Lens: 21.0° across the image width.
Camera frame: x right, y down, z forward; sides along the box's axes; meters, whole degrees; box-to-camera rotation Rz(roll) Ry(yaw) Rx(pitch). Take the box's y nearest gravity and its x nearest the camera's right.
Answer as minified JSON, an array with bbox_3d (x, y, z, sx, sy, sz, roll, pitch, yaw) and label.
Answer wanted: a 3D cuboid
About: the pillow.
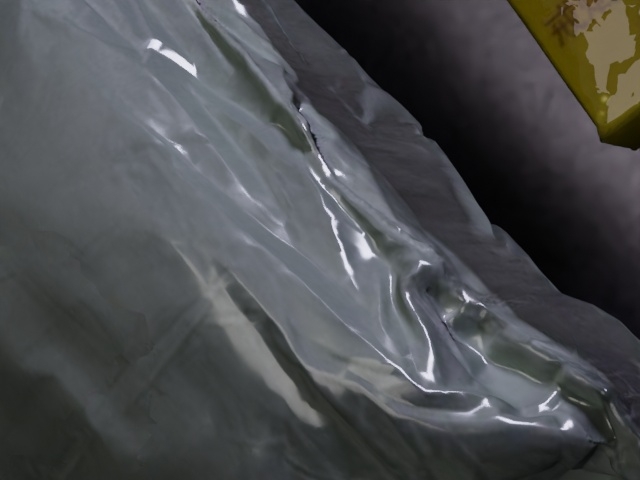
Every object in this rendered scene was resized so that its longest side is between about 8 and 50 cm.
[{"bbox_3d":[-0.064,0.048,0.576,0.310,0.138,0.283,47,125,21],"label":"pillow"}]

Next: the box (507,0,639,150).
[{"bbox_3d":[0.082,-0.185,0.566,0.153,0.041,0.279,-39,70,23],"label":"box"}]
